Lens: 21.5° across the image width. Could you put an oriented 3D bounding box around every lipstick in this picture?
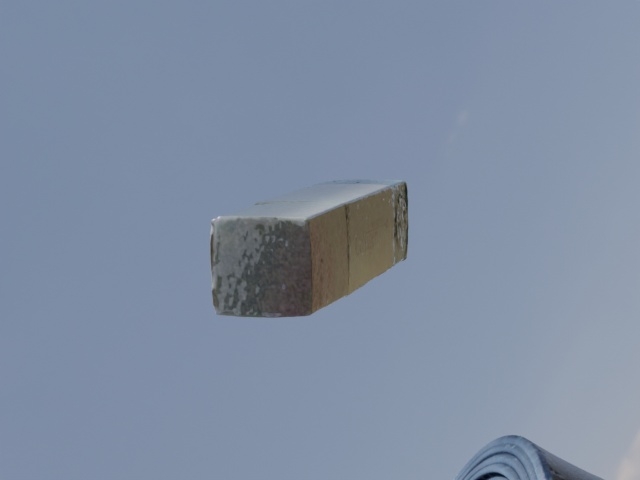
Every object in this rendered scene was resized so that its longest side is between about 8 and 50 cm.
[{"bbox_3d":[0.000,0.000,1.175,0.317,0.068,0.066,-24,-66,-75],"label":"lipstick"}]

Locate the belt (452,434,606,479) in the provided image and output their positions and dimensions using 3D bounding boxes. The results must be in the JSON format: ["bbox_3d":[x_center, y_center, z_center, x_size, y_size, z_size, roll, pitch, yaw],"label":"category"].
[{"bbox_3d":[0.110,0.192,0.900,0.141,0.082,0.190,-58,13,19],"label":"belt"}]
